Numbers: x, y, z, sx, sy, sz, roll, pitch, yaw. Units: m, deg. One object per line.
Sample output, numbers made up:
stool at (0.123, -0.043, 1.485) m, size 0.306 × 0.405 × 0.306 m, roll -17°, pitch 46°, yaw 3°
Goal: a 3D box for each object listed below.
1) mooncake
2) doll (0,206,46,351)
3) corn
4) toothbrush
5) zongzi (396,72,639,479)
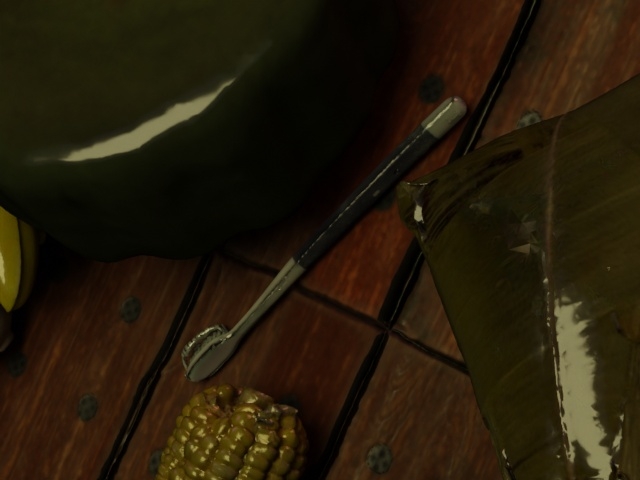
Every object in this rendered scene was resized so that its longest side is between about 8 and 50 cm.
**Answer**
mooncake at (-0.111, -0.155, 1.074) m, size 0.351 × 0.187 × 0.351 m, roll -7°, pitch 63°, yaw 14°
doll at (-0.292, 0.027, 1.212) m, size 0.237 × 0.111 × 0.252 m, roll -47°, pitch 51°, yaw 33°
corn at (-0.090, 0.240, 1.058) m, size 0.101 × 0.101 × 0.292 m, roll 19°, pitch 93°, yaw 33°
toothbrush at (0.000, 0.000, 1.097) m, size 0.288 × 0.024 × 0.026 m, roll -45°, pitch 47°, yaw 16°
zongzi at (0.217, 0.017, 0.882) m, size 0.300 × 0.145 × 0.274 m, roll -29°, pitch 56°, yaw 18°
